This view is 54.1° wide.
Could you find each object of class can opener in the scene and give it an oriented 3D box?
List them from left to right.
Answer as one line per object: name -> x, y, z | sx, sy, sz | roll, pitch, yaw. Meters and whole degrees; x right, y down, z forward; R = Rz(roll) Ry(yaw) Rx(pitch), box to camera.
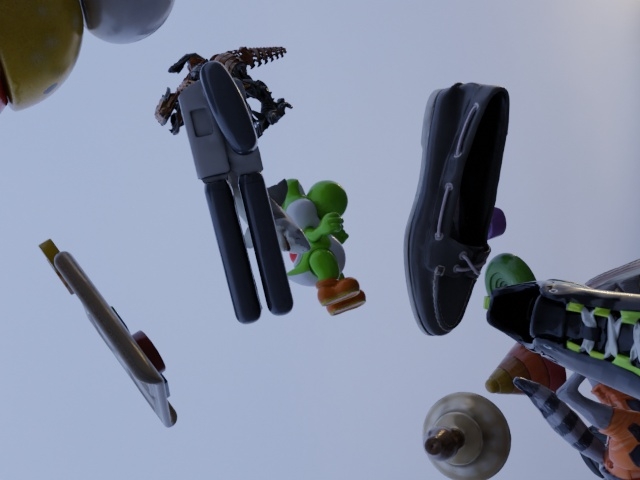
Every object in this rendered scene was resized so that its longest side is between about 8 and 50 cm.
can opener -> -0.092, -0.050, 0.683 | 0.095, 0.076, 0.283 | 142, 114, -85

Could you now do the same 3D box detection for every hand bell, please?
hand bell -> 0.164, 0.252, 0.791 | 0.242, 0.126, 0.126 | 33, -125, -63

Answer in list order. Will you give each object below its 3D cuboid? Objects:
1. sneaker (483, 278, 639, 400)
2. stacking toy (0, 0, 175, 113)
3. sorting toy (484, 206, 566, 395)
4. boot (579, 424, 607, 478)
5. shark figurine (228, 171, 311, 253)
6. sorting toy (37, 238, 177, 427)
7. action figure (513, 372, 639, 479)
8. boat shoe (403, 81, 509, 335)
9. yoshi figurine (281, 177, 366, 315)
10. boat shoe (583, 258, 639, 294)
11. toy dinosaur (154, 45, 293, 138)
sneaker -> 0.209, 0.077, 0.482 | 0.097, 0.235, 0.084 | 7, -89, -20
stacking toy -> -0.377, -0.232, 0.653 | 0.480, 0.351, 0.350 | -21, -78, -23
sorting toy -> 0.306, 0.121, 1.107 | 0.126, 0.127, 0.365 | -17, -92, -22
boot -> 0.657, 0.308, 1.125 | 0.260, 0.348, 0.131 | -11, -111, -28
shark figurine -> -0.107, -0.097, 1.027 | 0.116, 0.166, 0.278 | -36, -85, -29
sorting toy -> -0.288, 0.100, 0.843 | 0.041, 0.229, 0.307 | -35, -110, -22
action figure -> 0.412, 0.294, 0.831 | 0.330, 0.179, 0.341 | 65, -167, 8
boat shoe -> 0.179, -0.040, 0.802 | 0.112, 0.096, 0.334 | 7, -93, -45
yoshi figurine -> 0.024, -0.014, 1.546 | 0.203, 0.203, 0.362 | -1, -121, -41
boat shoe -> 0.453, 0.045, 0.707 | 0.116, 0.325, 0.123 | -80, -21, -69
toy dinosaur -> -0.178, -0.307, 1.267 | 0.322, 0.164, 0.218 | -42, -81, -9
